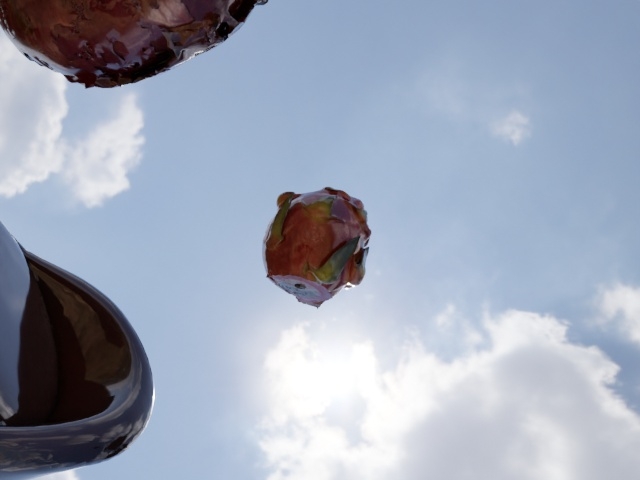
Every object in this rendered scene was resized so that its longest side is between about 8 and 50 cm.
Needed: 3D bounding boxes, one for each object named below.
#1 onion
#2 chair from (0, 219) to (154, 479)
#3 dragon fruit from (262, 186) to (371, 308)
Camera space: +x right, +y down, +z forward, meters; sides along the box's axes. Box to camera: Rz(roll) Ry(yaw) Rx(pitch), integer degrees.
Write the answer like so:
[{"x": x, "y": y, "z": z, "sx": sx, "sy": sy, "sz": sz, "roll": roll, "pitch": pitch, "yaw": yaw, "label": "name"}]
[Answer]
[{"x": -0.122, "y": -0.182, "z": 0.426, "sx": 0.184, "sy": 0.147, "sz": 0.184, "roll": -7, "pitch": -116, "yaw": 14, "label": "onion"}, {"x": -0.334, "y": 0.091, "z": 0.461, "sx": 0.400, "sy": 0.226, "sz": 0.227, "roll": -19, "pitch": -122, "yaw": -3, "label": "chair"}, {"x": -0.003, "y": 0.003, "z": 1.375, "sx": 0.224, "sy": 0.224, "sz": 0.227, "roll": 4, "pitch": -110, "yaw": 45, "label": "dragon fruit"}]
